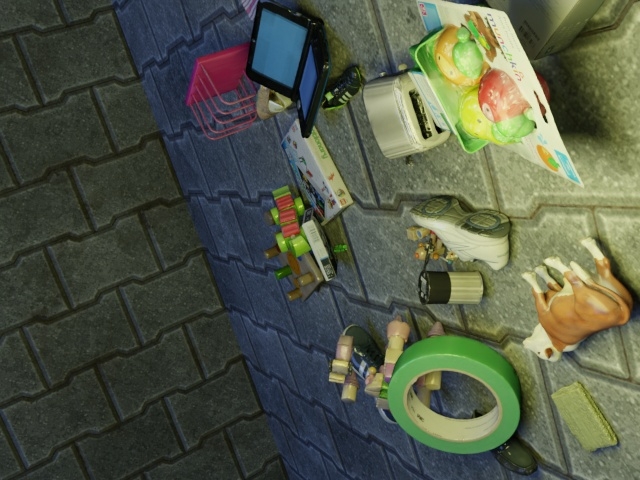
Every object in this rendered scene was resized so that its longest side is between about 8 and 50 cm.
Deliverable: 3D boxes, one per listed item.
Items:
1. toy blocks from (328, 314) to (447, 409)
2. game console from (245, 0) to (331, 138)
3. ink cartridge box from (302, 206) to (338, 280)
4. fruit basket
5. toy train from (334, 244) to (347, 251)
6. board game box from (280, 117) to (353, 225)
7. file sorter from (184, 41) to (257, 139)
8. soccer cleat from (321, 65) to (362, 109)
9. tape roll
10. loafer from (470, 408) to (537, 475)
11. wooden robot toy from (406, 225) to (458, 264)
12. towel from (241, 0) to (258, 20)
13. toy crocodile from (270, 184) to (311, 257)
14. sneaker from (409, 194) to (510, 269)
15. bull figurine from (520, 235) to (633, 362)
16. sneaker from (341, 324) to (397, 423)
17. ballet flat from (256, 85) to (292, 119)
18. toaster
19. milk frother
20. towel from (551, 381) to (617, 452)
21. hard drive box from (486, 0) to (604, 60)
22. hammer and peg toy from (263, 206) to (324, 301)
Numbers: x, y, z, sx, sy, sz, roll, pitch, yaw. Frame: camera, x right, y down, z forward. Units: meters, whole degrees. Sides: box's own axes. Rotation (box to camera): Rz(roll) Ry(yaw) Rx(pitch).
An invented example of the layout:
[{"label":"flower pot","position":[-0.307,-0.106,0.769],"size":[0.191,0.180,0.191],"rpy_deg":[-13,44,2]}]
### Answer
[{"label":"toy blocks","position":[0.194,0.312,1.925],"size":[0.288,0.309,0.260],"rpy_deg":[90,-170,-58]},{"label":"game console","position":[-0.096,-0.462,1.849],"size":[0.293,0.173,0.250],"rpy_deg":[111,155,-54]},{"label":"ink cartridge box","position":[0.000,0.000,2.208],"size":[0.208,0.045,0.206],"rpy_deg":[-88,-24,-71]},{"label":"fruit basket","position":[0.285,-0.256,1.159],"size":[0.327,0.165,0.353],"rpy_deg":[55,-174,-28]},{"label":"toy train","position":[0.064,0.025,2.208],"size":[0.083,0.017,0.023],"rpy_deg":[-6,97,66]},{"label":"board game box","position":[-0.016,-0.213,2.105],"size":[0.305,0.053,0.193],"rpy_deg":[63,158,6]},{"label":"file sorter","position":[-0.308,-0.490,2.280],"size":[0.182,0.202,0.291],"rpy_deg":[62,156,7]},{"label":"soccer cleat","position":[0.053,-0.390,1.768],"size":[0.060,0.072,0.179],"rpy_deg":[62,156,9]},{"label":"tape roll","position":[0.328,0.385,1.675],"size":[0.321,0.077,0.321],"rpy_deg":[9,123,14]},{"label":"loafer","position":[0.466,0.518,1.748],"size":[0.223,0.076,0.078],"rpy_deg":[38,152,54]},{"label":"wooden robot toy","position":[0.263,0.013,1.698],"size":[0.173,0.079,0.076],"rpy_deg":[42,147,42]},{"label":"towel","position":[-0.235,-0.786,2.060],"size":[0.197,0.029,0.144],"rpy_deg":[63,157,6]},{"label":"toy crocodile","position":[-0.102,-0.069,2.257],"size":[0.105,0.115,0.340],"rpy_deg":[68,-175,-46]},{"label":"sneaker","position":[0.309,-0.016,1.547],"size":[0.297,0.111,0.129],"rpy_deg":[33,146,54]},{"label":"bull figurine","position":[0.479,0.125,1.318],"size":[0.188,0.101,0.310],"rpy_deg":[62,157,13]},{"label":"sneaker","position":[0.200,0.414,2.173],"size":[0.350,0.131,0.148],"rpy_deg":[57,149,7]},{"label":"ballet flat","position":[-0.130,-0.465,2.059],"size":[0.106,0.107,0.316],"rpy_deg":[40,149,20]},{"label":"toaster","position":[0.194,-0.275,1.513],"size":[0.146,0.129,0.227],"rpy_deg":[1,111,62]},{"label":"milk frother","position":[0.306,0.075,1.605],"size":[0.129,0.135,0.143],"rpy_deg":[-105,19,-55]},{"label":"towel","position":[0.569,0.382,1.465],"size":[0.148,0.027,0.110],"rpy_deg":[60,155,16]},{"label":"hard drive box","position":[0.365,-0.430,1.052],"size":[0.181,0.089,0.232],"rpy_deg":[59,156,15]},{"label":"hammer and peg toy","position":[-0.114,0.029,2.447],"size":[0.361,0.127,0.266],"rpy_deg":[61,156,11]}]
